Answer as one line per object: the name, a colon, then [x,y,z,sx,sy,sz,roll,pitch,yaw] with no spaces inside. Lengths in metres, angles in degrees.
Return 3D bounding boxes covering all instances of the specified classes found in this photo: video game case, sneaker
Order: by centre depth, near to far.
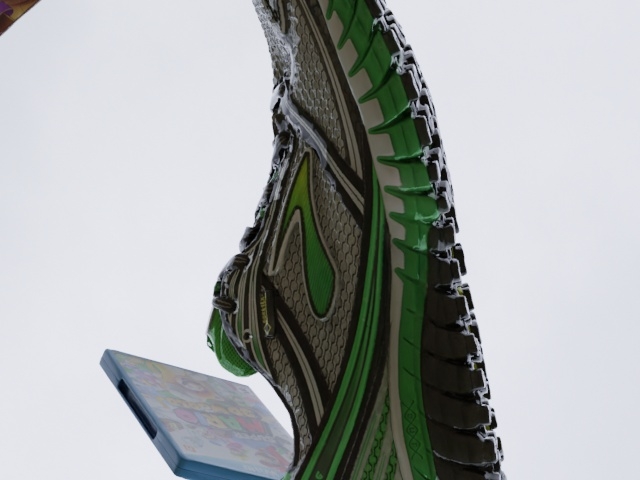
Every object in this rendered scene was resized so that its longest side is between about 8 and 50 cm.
sneaker: [0.000,0.000,0.850,0.146,0.134,0.343,-10,-93,6]
video game case: [-0.069,0.124,1.080,0.015,0.119,0.166,-65,-150,10]

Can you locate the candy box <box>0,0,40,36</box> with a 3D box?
candy box: [-0.211,-0.182,1.100,0.109,0.186,0.053,-39,-75,9]
